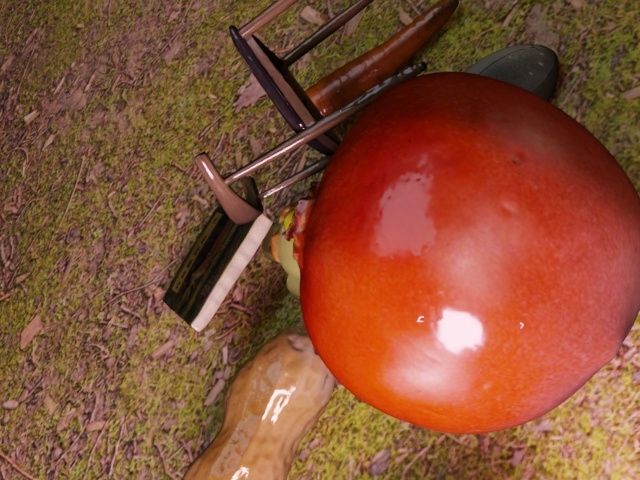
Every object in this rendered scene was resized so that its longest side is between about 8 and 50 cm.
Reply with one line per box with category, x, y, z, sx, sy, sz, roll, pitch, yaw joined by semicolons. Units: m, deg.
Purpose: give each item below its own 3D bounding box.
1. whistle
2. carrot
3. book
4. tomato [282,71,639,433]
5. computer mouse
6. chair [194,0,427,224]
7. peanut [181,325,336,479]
whistle;-0.007;-0.003;1.378;0.294;0.141;0.141;7;67;51
carrot;0.071;-0.220;1.529;0.256;0.061;0.061;-38;40;10
book;-0.133;0.026;1.523;0.160;0.024;0.228;-59;17;-3
tomato;0.136;0.016;1.089;0.321;0.321;0.322;-28;44;31
computer mouse;0.165;-0.133;1.343;0.229;0.068;0.113;-49;36;8
chair;-0.026;-0.160;1.359;0.272;0.188;0.166;-36;79;7
peanut;-0.069;0.211;1.312;0.263;0.101;0.117;-63;12;-7
